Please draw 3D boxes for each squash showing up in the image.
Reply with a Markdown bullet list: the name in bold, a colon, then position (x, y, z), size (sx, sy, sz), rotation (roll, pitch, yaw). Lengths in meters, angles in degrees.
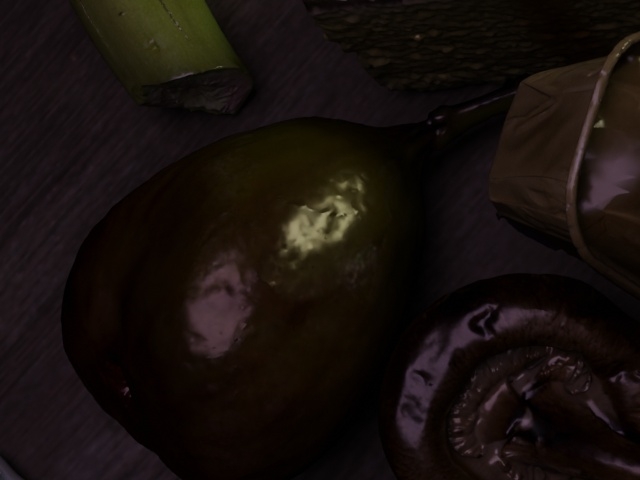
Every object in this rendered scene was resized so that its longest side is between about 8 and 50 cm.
- **squash**: position (-0.118, -0.178, 0.899), size (0.083, 0.083, 0.250), rotation (-29, 69, 13)

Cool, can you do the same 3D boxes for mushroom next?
- **mushroom**: position (0.113, 0.088, 0.728), size (0.171, 0.080, 0.135), rotation (24, 101, 13)

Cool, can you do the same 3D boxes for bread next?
- **bread**: position (0.121, -0.183, 0.766), size (0.240, 0.135, 0.178), rotation (-5, 74, 24)

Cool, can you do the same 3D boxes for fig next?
- **fig**: position (-0.001, -0.001, 0.774), size (0.274, 0.145, 0.170), rotation (-41, 39, -9)

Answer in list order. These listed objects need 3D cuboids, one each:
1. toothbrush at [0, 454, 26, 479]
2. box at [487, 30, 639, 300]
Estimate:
- **toothbrush**: position (-0.093, 0.215, 0.810), size (0.304, 0.030, 0.030), rotation (41, 94, 25)
- **box**: position (0.155, -0.020, 0.695), size (0.111, 0.177, 0.111), rotation (-21, 57, 37)
